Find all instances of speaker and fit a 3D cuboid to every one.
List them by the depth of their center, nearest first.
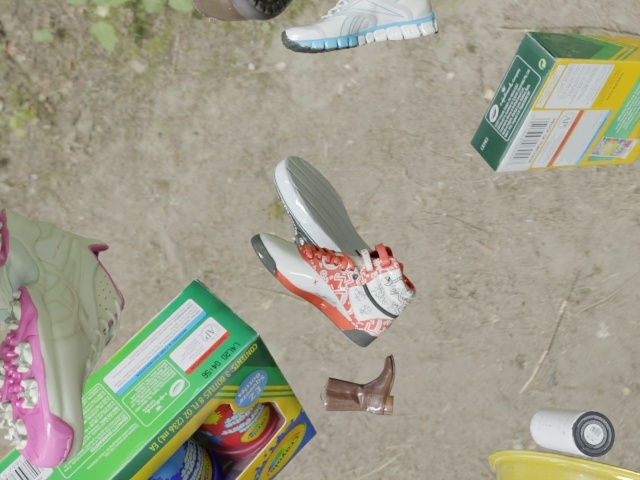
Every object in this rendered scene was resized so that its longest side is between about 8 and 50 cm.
[{"bbox_3d":[0.312,0.238,1.027,0.055,0.136,0.055,1,80,-7],"label":"speaker"}]

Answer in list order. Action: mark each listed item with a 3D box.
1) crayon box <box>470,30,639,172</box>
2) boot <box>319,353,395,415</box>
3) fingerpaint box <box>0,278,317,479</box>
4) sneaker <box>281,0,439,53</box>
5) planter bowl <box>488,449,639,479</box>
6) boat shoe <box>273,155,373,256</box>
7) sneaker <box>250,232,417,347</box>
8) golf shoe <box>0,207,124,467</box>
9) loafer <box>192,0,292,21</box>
[{"bbox_3d":[0.414,-0.215,1.289,0.083,0.322,0.203,58,140,37],"label":"crayon box"},{"bbox_3d":[0.058,0.220,1.274,0.114,0.106,0.037,4,140,4],"label":"boot"},{"bbox_3d":[-0.244,0.342,1.256,0.445,0.371,0.163,-43,56,-17],"label":"fingerpaint box"},{"bbox_3d":[0.041,-0.261,0.931,0.071,0.190,0.083,-154,51,-64],"label":"sneaker"},{"bbox_3d":[0.202,0.217,0.525,0.217,0.217,0.090,10,67,30],"label":"planter bowl"},{"bbox_3d":[0.000,0.000,1.563,0.119,0.121,0.335,-27,102,38],"label":"boat shoe"},{"bbox_3d":[0.030,0.039,1.270,0.145,0.090,0.270,-44,113,12],"label":"sneaker"},{"bbox_3d":[-0.245,0.082,0.793,0.115,0.140,0.306,-59,39,29],"label":"golf shoe"},{"bbox_3d":[-0.066,-0.410,1.118,0.130,0.366,0.134,-2,124,32],"label":"loafer"}]
